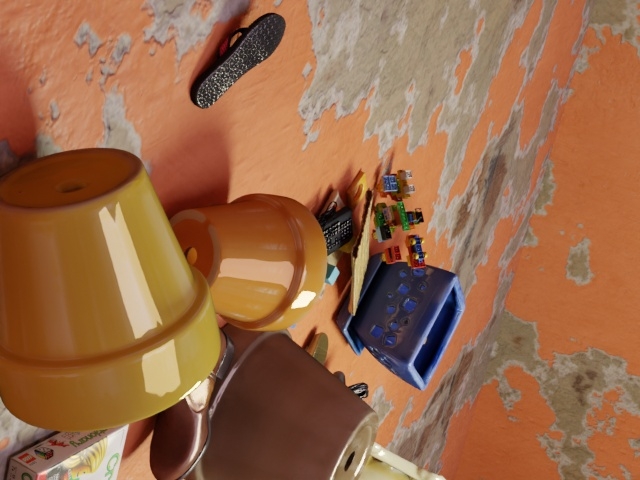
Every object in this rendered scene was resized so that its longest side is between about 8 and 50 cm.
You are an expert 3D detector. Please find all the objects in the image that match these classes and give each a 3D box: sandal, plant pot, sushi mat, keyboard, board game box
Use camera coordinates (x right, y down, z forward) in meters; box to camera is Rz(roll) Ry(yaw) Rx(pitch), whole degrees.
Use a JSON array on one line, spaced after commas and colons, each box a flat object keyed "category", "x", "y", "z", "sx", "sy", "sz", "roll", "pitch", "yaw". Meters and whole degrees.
[{"category": "sandal", "x": -0.118, "y": -0.255, "z": 1.415, "sx": 0.179, "sy": 0.040, "sz": 0.067, "roll": -45, "pitch": 148, "yaw": -15}, {"category": "plant pot", "x": -0.250, "y": 0.039, "z": 1.129, "sx": 0.254, "sy": 0.254, "sz": 0.239, "roll": -42, "pitch": 134, "yaw": -48}, {"category": "plant pot", "x": -0.064, "y": 0.327, "z": 1.802, "sx": 0.323, "sy": 0.280, "sz": 0.323, "roll": -51, "pitch": 155, "yaw": -35}, {"category": "sushi mat", "x": 0.082, "y": 0.029, "z": 2.099, "sx": 0.316, "sy": 0.019, "sz": 0.151, "roll": 88, "pitch": 17, "yaw": -65}, {"category": "keyboard", "x": 0.000, "y": 0.000, "z": 1.893, "sx": 0.192, "sy": 0.038, "sz": 0.100, "roll": -34, "pitch": 128, "yaw": -37}, {"category": "board game box", "x": -0.374, "y": 0.406, "z": 1.444, "sx": 0.193, "sy": 0.053, "sz": 0.305, "roll": -23, "pitch": 132, "yaw": -61}, {"category": "plant pot", "x": 0.175, "y": 0.171, "z": 2.311, "sx": 0.236, "sy": 0.212, "sz": 0.236, "roll": -62, "pitch": 159, "yaw": -15}, {"category": "plant pot", "x": -0.127, "y": 0.026, "z": 1.485, "sx": 0.188, "sy": 0.205, "sz": 0.205, "roll": 8, "pitch": 105, "yaw": -52}]

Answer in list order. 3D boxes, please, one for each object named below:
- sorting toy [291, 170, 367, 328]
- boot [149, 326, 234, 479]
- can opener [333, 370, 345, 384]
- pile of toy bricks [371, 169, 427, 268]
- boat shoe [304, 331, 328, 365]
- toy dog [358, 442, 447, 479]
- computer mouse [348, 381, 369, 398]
[{"category": "sorting toy", "x": 0.019, "y": 0.017, "z": 2.003, "sx": 0.348, "sy": 0.047, "sz": 0.196, "roll": -61, "pitch": 159, "yaw": -15}, {"category": "boot", "x": -0.232, "y": 0.224, "z": 1.544, "sx": 0.264, "sy": 0.096, "sz": 0.280, "roll": -63, "pitch": 158, "yaw": -10}, {"category": "can opener", "x": 0.027, "y": 0.376, "z": 2.391, "sx": 0.280, "sy": 0.074, "sz": 0.093, "roll": 83, "pitch": 2, "yaw": -55}, {"category": "pile of toy bricks", "x": 0.144, "y": -0.037, "z": 2.173, "sx": 0.118, "sy": 0.105, "sz": 0.212, "roll": -4, "pitch": 78, "yaw": -34}, {"category": "boat shoe", "x": -0.027, "y": 0.263, "z": 2.164, "sx": 0.056, "sy": 0.048, "sz": 0.153, "roll": 18, "pitch": 88, "yaw": -57}, {"category": "toy dog", "x": 0.068, "y": 0.719, "z": 2.615, "sx": 0.408, "sy": 0.284, "sz": 0.395, "roll": -62, "pitch": -165, "yaw": -17}, {"category": "computer mouse", "x": -0.002, "y": 0.421, "z": 2.293, "sx": 0.184, "sy": 0.060, "sz": 0.262, "roll": 1, "pitch": 132, "yaw": -38}]
